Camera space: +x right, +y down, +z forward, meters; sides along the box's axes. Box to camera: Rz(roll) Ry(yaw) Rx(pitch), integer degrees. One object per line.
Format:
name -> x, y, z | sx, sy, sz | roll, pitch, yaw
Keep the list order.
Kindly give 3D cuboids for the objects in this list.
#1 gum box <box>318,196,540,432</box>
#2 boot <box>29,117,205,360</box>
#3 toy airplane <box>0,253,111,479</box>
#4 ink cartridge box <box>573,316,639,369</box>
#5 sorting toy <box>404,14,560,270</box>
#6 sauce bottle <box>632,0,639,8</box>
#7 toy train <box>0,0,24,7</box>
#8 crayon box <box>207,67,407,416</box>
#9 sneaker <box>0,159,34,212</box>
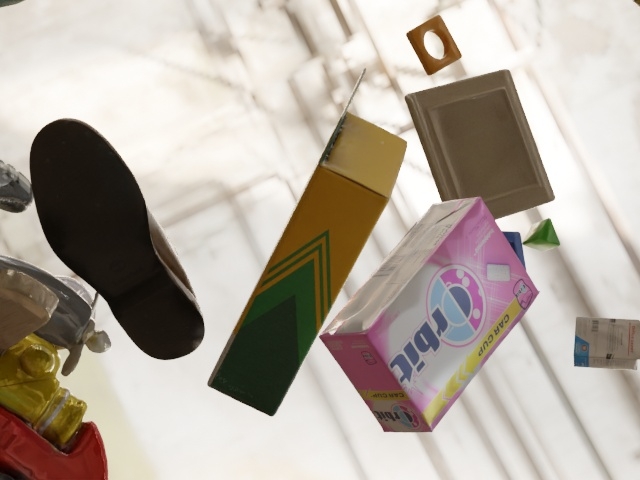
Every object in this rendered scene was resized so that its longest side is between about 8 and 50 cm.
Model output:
gum box -> 0.096, 0.058, 1.485 | 0.062, 0.188, 0.107 | -6, -55, 50
boot -> -0.221, -0.016, 1.894 | 0.115, 0.112, 0.305 | -101, 166, -57
toy airplane -> -0.381, 0.111, 1.980 | 0.386, 0.272, 0.384 | 30, -37, 36
ink cartridge box -> 0.308, 0.108, 1.855 | 0.028, 0.083, 0.048 | 74, 22, -60
sorting toy -> 0.193, -0.113, 2.222 | 0.047, 0.196, 0.348 | -23, -95, 51
sauce bottle -> 0.564, -0.279, 2.440 | 0.344, 0.111, 0.111 | 40, -10, -7
toy train -> -0.387, -0.401, 1.879 | 0.190, 0.142, 0.334 | 47, 33, -70
crayon box -> 0.000, 0.000, 1.844 | 0.083, 0.323, 0.203 | 26, 21, -1
sneaker -> -0.450, -0.049, 2.134 | 0.228, 0.086, 0.132 | 30, 54, -38
